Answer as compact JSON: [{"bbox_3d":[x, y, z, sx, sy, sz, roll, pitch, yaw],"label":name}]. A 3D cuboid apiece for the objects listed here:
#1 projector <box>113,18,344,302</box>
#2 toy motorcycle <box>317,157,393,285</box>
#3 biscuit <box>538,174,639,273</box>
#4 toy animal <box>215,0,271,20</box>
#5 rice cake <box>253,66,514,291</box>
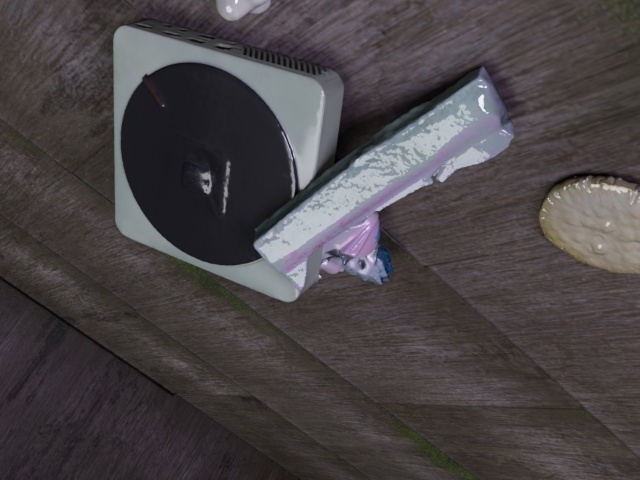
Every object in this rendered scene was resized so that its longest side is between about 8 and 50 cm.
[{"bbox_3d":[-0.107,-0.089,0.854,0.257,0.079,0.259,20,123,20],"label":"projector"},{"bbox_3d":[-0.002,0.005,0.974,0.204,0.108,0.239,40,152,-21],"label":"toy motorcycle"},{"bbox_3d":[0.285,-0.011,0.758,0.152,0.020,0.152,24,154,13],"label":"biscuit"},{"bbox_3d":[-0.174,-0.311,0.542,0.181,0.180,0.363,16,174,39],"label":"toy animal"},{"bbox_3d":[0.053,-0.052,0.737,0.290,0.051,0.081,-36,99,26],"label":"rice cake"}]
